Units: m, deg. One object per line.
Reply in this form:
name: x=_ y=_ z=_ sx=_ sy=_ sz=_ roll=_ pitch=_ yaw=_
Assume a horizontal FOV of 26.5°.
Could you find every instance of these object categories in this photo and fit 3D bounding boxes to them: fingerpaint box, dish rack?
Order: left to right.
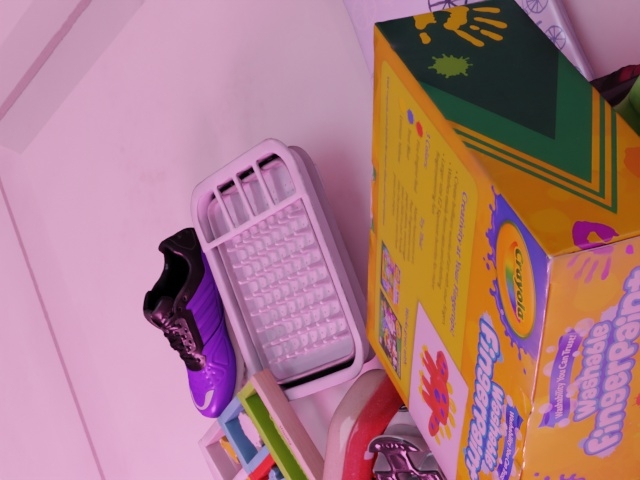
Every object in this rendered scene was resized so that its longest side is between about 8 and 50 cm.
dish rack: x=-0.043 y=0.042 z=1.847 sx=0.285 sy=0.072 sz=0.332 roll=-27 pitch=81 yaw=53
fingerpaint box: x=0.190 y=0.046 z=1.349 sx=0.371 sy=0.163 sz=0.444 roll=-120 pitch=21 yaw=-45

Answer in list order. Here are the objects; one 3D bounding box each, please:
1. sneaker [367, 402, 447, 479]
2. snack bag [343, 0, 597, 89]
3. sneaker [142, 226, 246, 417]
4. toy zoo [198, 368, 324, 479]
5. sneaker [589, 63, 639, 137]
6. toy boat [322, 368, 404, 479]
sneaker: x=0.176 y=0.324 z=1.647 sx=0.122 sy=0.146 sz=0.330 roll=-2 pitch=120 yaw=35
snack bag: x=0.161 y=-0.265 z=1.651 sx=0.323 sy=0.037 sz=0.342 roll=-32 pitch=71 yaw=45
sneaker: x=-0.198 y=0.123 z=2.007 sx=0.102 sy=0.146 sz=0.293 roll=4 pitch=97 yaw=47
toy zoo: x=-0.089 y=0.329 z=1.955 sx=0.192 sy=0.030 sz=0.293 roll=57 pitch=144 yaw=16
sneaker: x=0.359 y=-0.117 z=1.360 sx=0.185 sy=0.202 sz=0.483 roll=66 pitch=153 yaw=0
toy boat: x=0.090 y=0.283 z=1.742 sx=0.151 sy=0.151 sz=0.231 roll=11 pitch=105 yaw=15
